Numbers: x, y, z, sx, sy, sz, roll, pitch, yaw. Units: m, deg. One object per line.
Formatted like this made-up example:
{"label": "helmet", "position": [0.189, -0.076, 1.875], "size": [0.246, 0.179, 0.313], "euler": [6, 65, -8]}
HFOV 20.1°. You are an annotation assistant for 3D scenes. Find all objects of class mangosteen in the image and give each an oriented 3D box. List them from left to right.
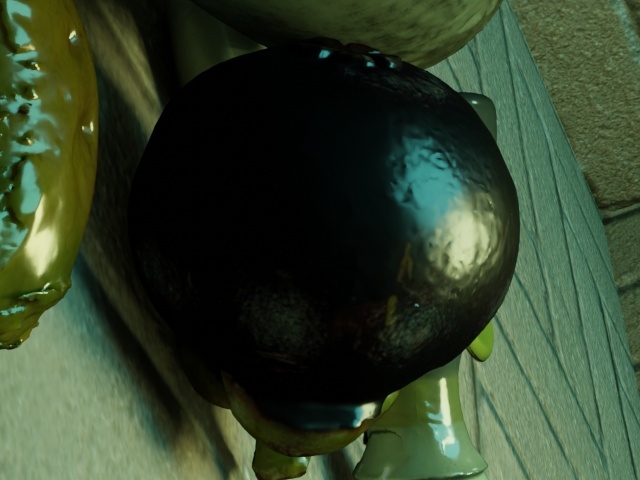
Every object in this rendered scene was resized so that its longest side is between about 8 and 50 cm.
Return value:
{"label": "mangosteen", "position": [-0.004, 0.020, 1.193], "size": [0.275, 0.275, 0.302], "euler": [-51, 154, -74]}

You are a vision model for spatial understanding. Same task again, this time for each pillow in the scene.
{"label": "pillow", "position": [-0.070, -0.125, 1.419], "size": [0.144, 0.078, 0.254], "euler": [66, 9, -73]}

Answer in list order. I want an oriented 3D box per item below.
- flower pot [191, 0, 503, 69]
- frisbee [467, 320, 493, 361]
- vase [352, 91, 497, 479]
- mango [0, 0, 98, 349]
{"label": "flower pot", "position": [0.002, -0.270, 1.233], "size": [0.330, 0.294, 0.293], "euler": [38, 36, -63]}
{"label": "frisbee", "position": [0.171, 0.038, 2.234], "size": [0.236, 0.017, 0.236], "euler": [-19, 90, -76]}
{"label": "vase", "position": [0.067, 0.045, 1.467], "size": [0.173, 0.173, 0.321], "euler": [-13, 99, -76]}
{"label": "mango", "position": [-0.170, -0.060, 0.790], "size": [0.156, 0.151, 0.248], "euler": [110, -29, -54]}
